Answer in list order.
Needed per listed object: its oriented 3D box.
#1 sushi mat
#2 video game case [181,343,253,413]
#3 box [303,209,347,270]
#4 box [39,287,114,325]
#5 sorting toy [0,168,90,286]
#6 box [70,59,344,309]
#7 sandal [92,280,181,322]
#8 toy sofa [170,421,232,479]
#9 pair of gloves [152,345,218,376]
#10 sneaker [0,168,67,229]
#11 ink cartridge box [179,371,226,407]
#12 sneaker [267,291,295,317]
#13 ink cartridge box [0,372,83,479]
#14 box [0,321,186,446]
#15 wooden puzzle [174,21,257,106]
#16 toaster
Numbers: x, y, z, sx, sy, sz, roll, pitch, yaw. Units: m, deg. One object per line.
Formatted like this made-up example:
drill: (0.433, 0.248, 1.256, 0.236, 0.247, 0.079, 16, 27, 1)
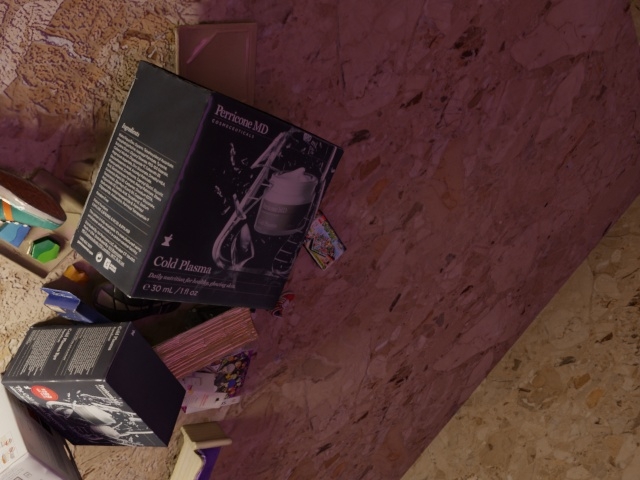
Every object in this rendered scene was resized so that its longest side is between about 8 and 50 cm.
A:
sushi mat: (-0.335, 0.302, 1.908, 0.316, 0.019, 0.151, -25, 128, -20)
video game case: (-0.344, 0.460, 2.174, 0.210, 0.042, 0.232, -2, 118, -40)
box: (0.000, 0.000, 2.149, 0.114, 0.036, 0.207, -43, 136, -8)
box: (-0.626, 0.196, 1.706, 0.225, 0.136, 0.036, 52, 52, -45)
sorting toy: (-0.651, -0.008, 1.615, 0.229, 0.041, 0.307, -47, 136, -3)
box: (-0.264, -0.111, 1.589, 0.480, 0.297, 0.472, 13, 103, -52)
sandal: (-0.512, 0.158, 1.815, 0.302, 0.086, 0.120, 6, 109, -57)
toy sofa: (-0.433, 0.824, 2.250, 0.150, 0.177, 0.363, 7, 112, -41)
pair of gloves: (-0.459, 0.388, 1.978, 0.204, 0.042, 0.240, -27, 138, 25)
sneaker: (-0.727, -0.087, 1.447, 0.302, 0.108, 0.121, 29, 109, -29)
ink cartridge box: (-0.393, 0.454, 1.982, 0.198, 0.067, 0.115, 10, 139, -17)
sneaker: (-0.124, 0.216, 2.171, 0.118, 0.067, 0.042, -25, 131, -24)
ink cartridge box: (-0.769, 0.545, 1.693, 0.130, 0.309, 0.272, -37, 134, -13)
box: (-0.583, 0.387, 1.718, 0.312, 0.179, 0.343, -6, 135, 18)
wooden puzzle: (-0.265, -0.436, 1.646, 0.238, 0.044, 0.221, -17, 127, -35)
toaster: (-0.312, 0.281, 2.021, 0.227, 0.129, 0.146, -13, 129, -31)
